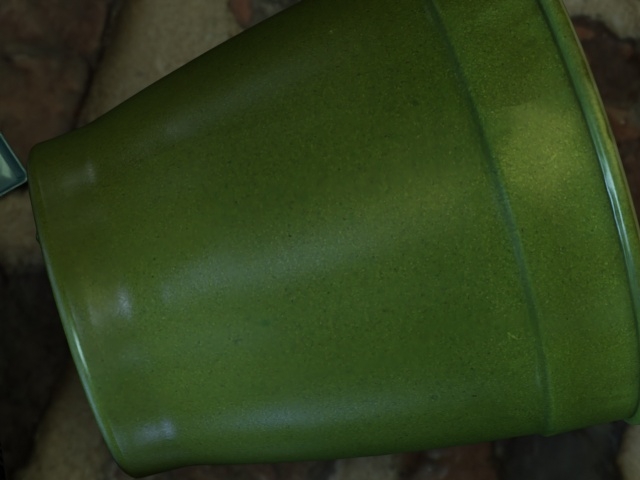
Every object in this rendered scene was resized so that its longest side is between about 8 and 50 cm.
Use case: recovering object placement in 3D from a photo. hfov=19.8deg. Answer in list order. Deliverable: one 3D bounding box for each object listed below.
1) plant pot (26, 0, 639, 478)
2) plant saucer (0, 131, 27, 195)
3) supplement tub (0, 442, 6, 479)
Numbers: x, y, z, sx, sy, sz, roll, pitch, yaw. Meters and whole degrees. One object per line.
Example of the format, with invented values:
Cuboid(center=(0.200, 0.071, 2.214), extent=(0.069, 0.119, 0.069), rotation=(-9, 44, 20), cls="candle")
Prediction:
Cuboid(center=(0.000, 0.000, 1.243), extent=(0.353, 0.366, 0.366), rotation=(-17, 80, -3), cls="plant pot")
Cuboid(center=(-0.294, -0.107, 1.362), extent=(0.067, 0.018, 0.192), rotation=(-32, 83, -16), cls="plant saucer")
Cuboid(center=(-0.304, 0.162, 1.204), extent=(0.193, 0.193, 0.316), rotation=(-8, 78, -13), cls="supplement tub")
